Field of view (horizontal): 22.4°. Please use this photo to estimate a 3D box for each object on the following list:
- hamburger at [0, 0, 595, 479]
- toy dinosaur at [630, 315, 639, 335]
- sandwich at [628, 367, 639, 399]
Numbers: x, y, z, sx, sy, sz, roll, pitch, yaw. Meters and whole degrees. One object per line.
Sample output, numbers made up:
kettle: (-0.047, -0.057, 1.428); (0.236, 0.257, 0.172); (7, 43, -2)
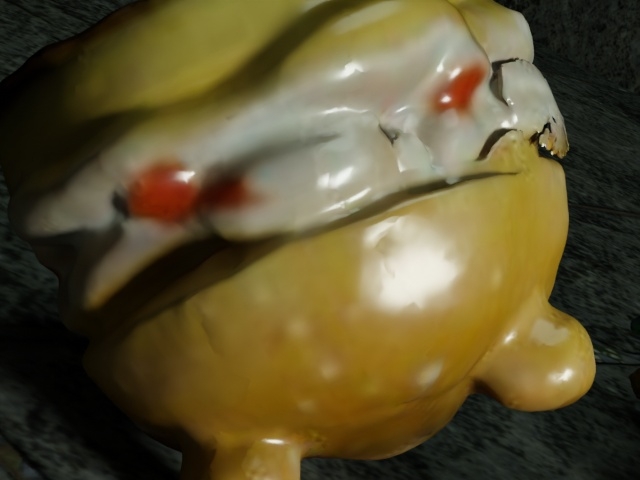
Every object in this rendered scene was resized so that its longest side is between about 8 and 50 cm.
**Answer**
hamburger: (0.000, 0.000, 0.774); (0.276, 0.276, 0.237); (-7, 71, -61)
toy dinosaur: (0.196, 0.126, 0.738); (0.500, 0.144, 0.374); (-15, 31, -39)
sandwich: (0.367, 0.162, 1.017); (0.301, 0.099, 0.271); (21, 22, -7)
